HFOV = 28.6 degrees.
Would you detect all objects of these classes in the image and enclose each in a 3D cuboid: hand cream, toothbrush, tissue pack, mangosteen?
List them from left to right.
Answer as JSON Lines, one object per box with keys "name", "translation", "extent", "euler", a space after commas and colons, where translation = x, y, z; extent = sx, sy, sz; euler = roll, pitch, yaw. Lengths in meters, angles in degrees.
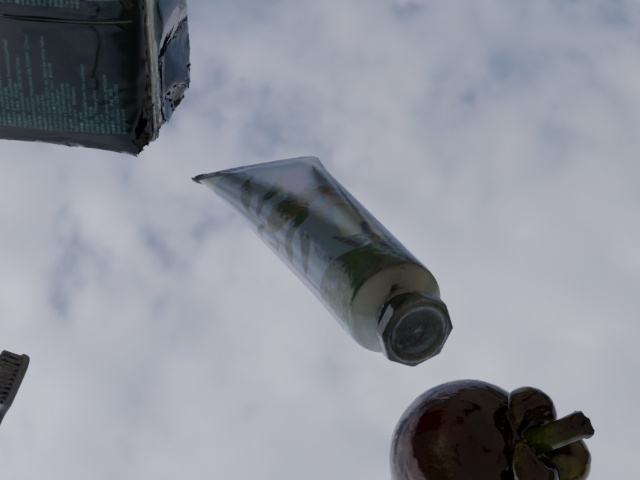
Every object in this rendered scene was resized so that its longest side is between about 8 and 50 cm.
{"name": "toothbrush", "translation": [-0.339, 0.245, 1.129], "extent": [0.031, 0.321, 0.023], "euler": [23, -177, -31]}
{"name": "tissue pack", "translation": [-0.305, -0.335, 1.508], "extent": [0.264, 0.416, 0.253], "euler": [4, -150, 6]}
{"name": "hand cream", "translation": [0.000, 0.000, 0.749], "extent": [0.088, 0.055, 0.256], "euler": [-15, -153, -18]}
{"name": "mangosteen", "translation": [0.211, 0.264, 1.512], "extent": [0.215, 0.258, 0.215], "euler": [48, -148, -43]}
